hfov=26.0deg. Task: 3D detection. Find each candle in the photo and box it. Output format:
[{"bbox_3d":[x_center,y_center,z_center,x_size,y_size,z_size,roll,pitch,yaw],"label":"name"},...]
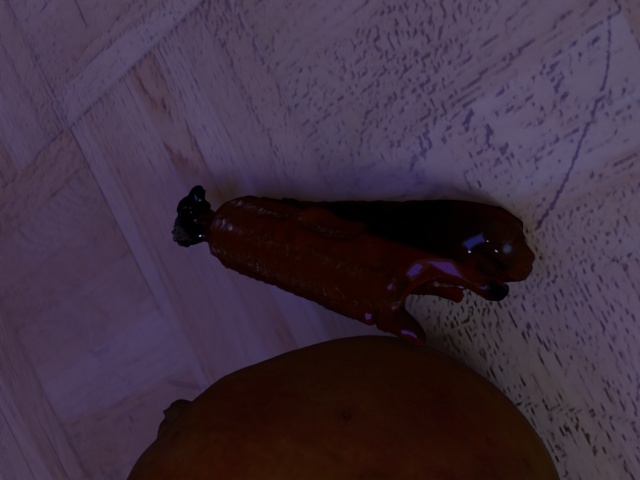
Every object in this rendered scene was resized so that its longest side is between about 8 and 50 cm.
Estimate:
[{"bbox_3d":[0.000,0.000,0.812,0.301,0.084,0.059,14,146,51],"label":"candle"}]

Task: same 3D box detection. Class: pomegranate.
[{"bbox_3d":[0.001,0.170,0.751,0.270,0.252,0.229,27,157,31],"label":"pomegranate"}]
